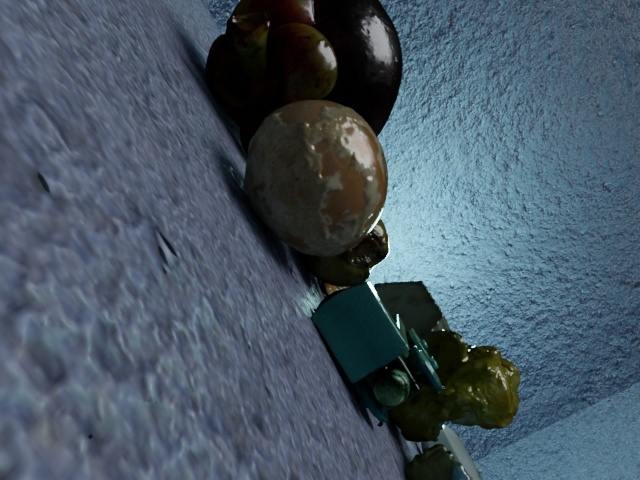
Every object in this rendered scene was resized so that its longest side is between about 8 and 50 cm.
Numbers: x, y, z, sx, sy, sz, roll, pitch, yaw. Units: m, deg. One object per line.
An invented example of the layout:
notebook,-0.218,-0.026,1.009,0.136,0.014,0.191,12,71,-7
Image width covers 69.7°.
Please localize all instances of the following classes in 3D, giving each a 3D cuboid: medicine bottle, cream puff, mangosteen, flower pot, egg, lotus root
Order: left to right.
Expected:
mangosteen,-0.028,-0.319,0.883,0.382,0.382,0.435,61,20,-16
egg,-0.003,-0.078,0.618,0.194,0.195,0.233,64,7,34
lotus root,0.031,0.004,0.844,0.154,0.154,0.278,62,-9,-5
flower pot,0.212,0.237,1.162,0.189,0.209,0.239,58,7,-44
cream puff,0.242,0.269,0.893,0.282,0.282,0.185,46,32,-78
medicine bottle,0.319,0.560,1.038,0.161,0.111,0.296,62,4,-6

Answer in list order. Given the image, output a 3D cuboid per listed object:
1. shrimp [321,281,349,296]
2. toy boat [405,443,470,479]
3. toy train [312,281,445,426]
shrimp,0.049,0.147,0.916,0.187,0.052,0.132,58,23,14
toy boat,0.198,0.401,0.760,0.111,0.084,0.276,61,-1,24
toy train,0.090,0.155,0.726,0.194,0.120,0.298,58,5,7
